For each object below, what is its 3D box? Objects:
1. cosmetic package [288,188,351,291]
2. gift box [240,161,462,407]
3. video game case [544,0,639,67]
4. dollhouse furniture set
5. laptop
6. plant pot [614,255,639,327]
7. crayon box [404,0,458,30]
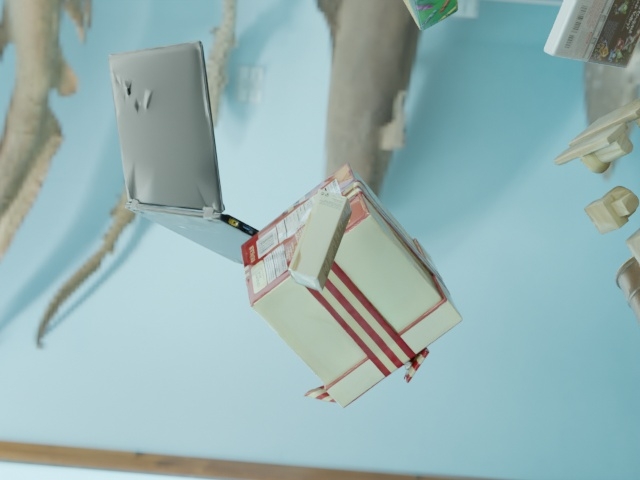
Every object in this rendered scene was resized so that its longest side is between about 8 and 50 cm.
[{"bbox_3d":[0.000,0.000,1.516,0.060,0.041,0.115,72,-143,-68],"label":"cosmetic package"},{"bbox_3d":[0.033,0.080,1.801,0.258,0.276,0.255,47,-165,-22],"label":"gift box"},{"bbox_3d":[0.375,-0.317,1.520,0.022,0.173,0.190,37,116,40],"label":"video game case"},{"bbox_3d":[0.333,-0.052,1.284,0.151,0.144,0.123,54,156,-4],"label":"dollhouse furniture set"},{"bbox_3d":[-0.169,-0.127,2.040,0.382,0.408,0.236,9,73,58],"label":"laptop"},{"bbox_3d":[0.509,0.105,1.642,0.167,0.167,0.165,94,168,-61],"label":"plant pot"},{"bbox_3d":[0.138,-0.520,2.067,0.278,0.081,0.165,62,-176,11],"label":"crayon box"}]
